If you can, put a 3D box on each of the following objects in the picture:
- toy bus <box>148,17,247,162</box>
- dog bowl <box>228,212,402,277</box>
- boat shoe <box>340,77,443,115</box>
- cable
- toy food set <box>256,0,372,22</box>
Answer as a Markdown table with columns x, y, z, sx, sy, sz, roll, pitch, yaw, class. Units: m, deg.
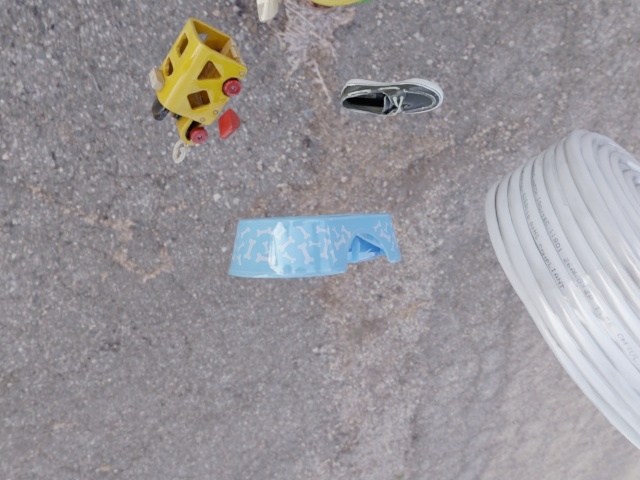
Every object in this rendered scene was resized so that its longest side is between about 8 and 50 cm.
| x | y | z | sx | sy | sz | roll | pitch | yaw | class |
| --- | --- | --- | --- | --- | --- | --- | --- | --- | --- |
| -0.205 | -0.233 | 0.815 | 0.105 | 0.191 | 0.201 | 15 | 83 | -42 | toy bus |
| 0.000 | 0.000 | 0.765 | 0.297 | 0.166 | 0.073 | -6 | 95 | -53 | dog bowl |
| 0.152 | -0.300 | 1.151 | 0.220 | 0.070 | 0.077 | 4 | 135 | 9 | boat shoe |
| 0.233 | 0.036 | 0.377 | 0.257 | 0.256 | 0.089 | 11 | 139 | -40 | cable |
| 0.025 | -0.328 | 0.619 | 0.218 | 0.128 | 0.071 | -14 | -178 | 4 | toy food set |
